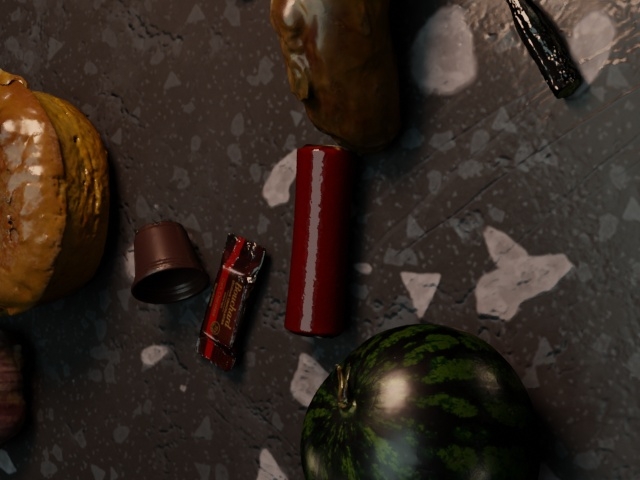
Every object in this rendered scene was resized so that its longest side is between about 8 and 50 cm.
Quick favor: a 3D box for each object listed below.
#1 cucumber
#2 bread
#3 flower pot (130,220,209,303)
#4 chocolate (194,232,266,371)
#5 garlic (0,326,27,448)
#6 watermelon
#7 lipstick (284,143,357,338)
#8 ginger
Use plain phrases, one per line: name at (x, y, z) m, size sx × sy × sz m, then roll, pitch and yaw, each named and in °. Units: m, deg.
cucumber at (0.240, -0.234, 1.176) m, size 0.039 × 0.043 × 0.163 m, roll 111°, pitch 138°, yaw -66°
bread at (-0.465, -0.069, 1.552) m, size 0.336 × 0.204 × 0.358 m, roll -5°, pitch 92°, yaw 31°
flower pot at (-0.215, 0.025, 1.453) m, size 0.111 × 0.111 × 0.089 m, roll -31°, pitch 59°, yaw 30°
chocolate at (-0.122, 0.086, 1.427) m, size 0.086 × 0.028 × 0.182 m, roll 21°, pitch 101°, yaw 39°
garlic at (-0.577, 0.231, 1.654) m, size 0.245 × 0.160 × 0.245 m, roll -5°, pitch 82°, yaw 41°
watermelon at (0.109, 0.227, 1.147) m, size 0.269 × 0.269 × 0.269 m, roll 1°, pitch 91°, yaw 34°
lipstick at (0.000, 0.000, 1.312) m, size 0.080 × 0.080 × 0.241 m, roll 7°, pitch 95°, yaw 34°
ginger at (0.020, -0.266, 1.249) m, size 0.165 × 0.172 × 0.321 m, roll -154°, pitch 67°, yaw -72°
